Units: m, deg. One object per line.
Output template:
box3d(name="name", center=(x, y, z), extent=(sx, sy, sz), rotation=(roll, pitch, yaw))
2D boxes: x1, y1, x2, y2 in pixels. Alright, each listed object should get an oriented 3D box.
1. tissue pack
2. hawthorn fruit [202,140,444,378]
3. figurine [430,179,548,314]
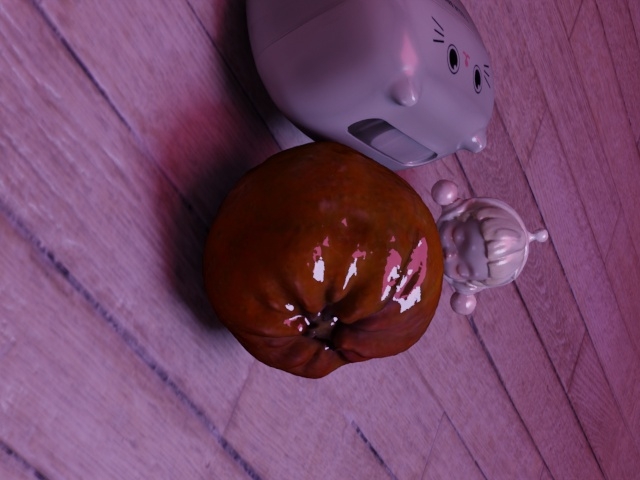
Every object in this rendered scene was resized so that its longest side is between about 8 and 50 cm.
box3d(name="tissue pack", center=(0.070, -0.213, 1.483), extent=(0.333, 0.229, 0.236), rotation=(22, 48, -59))
box3d(name="hawthorn fruit", center=(0.000, 0.000, 1.422), extent=(0.298, 0.277, 0.277), rotation=(-93, 165, -48))
box3d(name="figurine", center=(0.191, 0.013, 1.739), extent=(0.144, 0.256, 0.182), rotation=(17, 78, -62))
